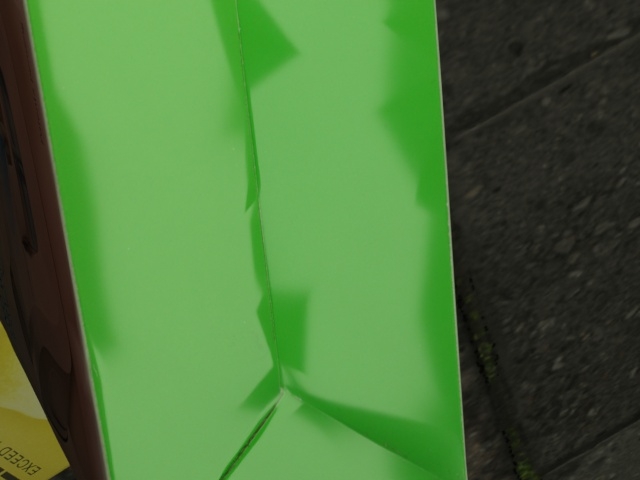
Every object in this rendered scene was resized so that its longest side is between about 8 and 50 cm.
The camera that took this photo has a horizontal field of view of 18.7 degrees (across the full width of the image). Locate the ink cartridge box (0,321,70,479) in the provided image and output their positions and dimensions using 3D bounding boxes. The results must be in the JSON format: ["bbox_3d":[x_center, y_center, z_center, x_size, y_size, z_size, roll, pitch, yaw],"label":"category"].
[{"bbox_3d":[-0.194,0.040,0.947,0.307,0.072,0.303,-35,149,2],"label":"ink cartridge box"}]

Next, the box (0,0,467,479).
[{"bbox_3d":[-0.053,-0.062,0.658,0.127,0.231,0.262,-15,119,-16],"label":"box"}]
